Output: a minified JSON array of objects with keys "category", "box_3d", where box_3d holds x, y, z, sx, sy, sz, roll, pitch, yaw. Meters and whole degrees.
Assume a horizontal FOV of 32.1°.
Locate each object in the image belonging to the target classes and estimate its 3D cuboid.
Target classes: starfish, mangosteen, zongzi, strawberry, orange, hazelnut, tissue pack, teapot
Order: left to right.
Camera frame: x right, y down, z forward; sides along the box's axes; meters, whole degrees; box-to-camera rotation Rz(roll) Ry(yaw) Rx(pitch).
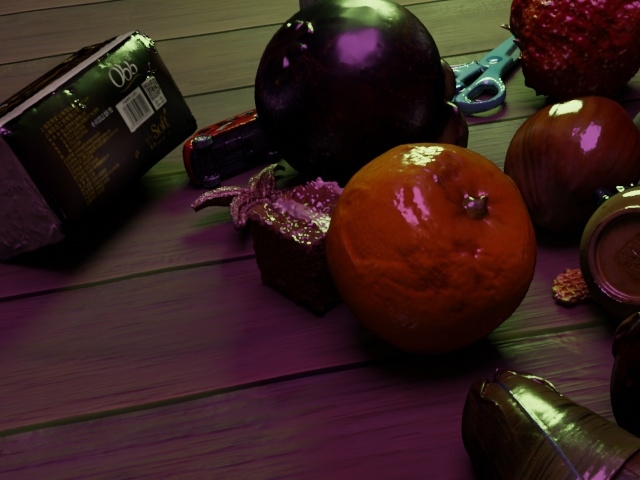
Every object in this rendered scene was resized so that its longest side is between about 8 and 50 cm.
[{"category":"tissue pack","box_3d":[-0.373,-0.158,1.694,0.198,0.210,0.370,-18,20,38]},{"category":"starfish","box_3d":[-0.078,-0.064,1.699,0.227,0.043,0.240,8,28,4]},{"category":"mangosteen","box_3d":[0.057,-0.220,1.707,0.330,0.330,0.330,-4,33,2]},{"category":"orange","box_3d":[0.135,0.009,1.368,0.261,0.261,0.261,-4,33,2]},{"category":"zongzi","box_3d":[0.188,0.268,1.076,0.300,0.138,0.286,-29,38,-29]},{"category":"hazelnut","box_3d":[0.367,-0.103,1.594,0.186,0.210,0.210,1,25,-35]},{"category":"strawberry","box_3d":[0.464,-0.373,1.888,0.257,0.257,0.277,-34,0,-36]},{"category":"teapot","box_3d":[0.435,0.028,1.405,0.269,0.173,0.182,48,24,24]},{"category":"mangosteen","box_3d":[0.403,0.155,1.175,0.210,0.210,0.210,-4,33,2]}]

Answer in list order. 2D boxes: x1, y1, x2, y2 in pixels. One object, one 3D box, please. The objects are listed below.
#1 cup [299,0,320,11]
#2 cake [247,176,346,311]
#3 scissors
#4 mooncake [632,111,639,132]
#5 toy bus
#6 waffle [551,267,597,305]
[{"category":"cup","box_3d":[0.055,-0.369,2.003,0.167,0.202,0.221,-21,35,-19]},{"category":"cake","box_3d":[0.000,0.000,1.510,0.147,0.134,0.135,-34,44,-27]},{"category":"scissors","box_3d":[0.311,-0.321,2.049,0.180,0.032,0.393,18,41,32]},{"category":"mooncake","box_3d":[0.584,-0.128,1.568,0.254,0.136,0.250,-16,63,-29]},{"category":"toy bus","box_3d":[-0.147,-0.159,1.825,0.195,0.081,0.089,-26,29,-29]},{"category":"waffle","box_3d":[0.349,0.062,1.472,0.085,0.016,0.078,3,34,11]}]
